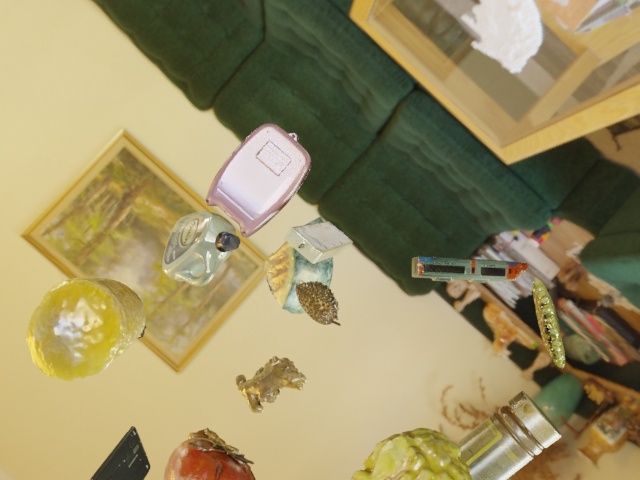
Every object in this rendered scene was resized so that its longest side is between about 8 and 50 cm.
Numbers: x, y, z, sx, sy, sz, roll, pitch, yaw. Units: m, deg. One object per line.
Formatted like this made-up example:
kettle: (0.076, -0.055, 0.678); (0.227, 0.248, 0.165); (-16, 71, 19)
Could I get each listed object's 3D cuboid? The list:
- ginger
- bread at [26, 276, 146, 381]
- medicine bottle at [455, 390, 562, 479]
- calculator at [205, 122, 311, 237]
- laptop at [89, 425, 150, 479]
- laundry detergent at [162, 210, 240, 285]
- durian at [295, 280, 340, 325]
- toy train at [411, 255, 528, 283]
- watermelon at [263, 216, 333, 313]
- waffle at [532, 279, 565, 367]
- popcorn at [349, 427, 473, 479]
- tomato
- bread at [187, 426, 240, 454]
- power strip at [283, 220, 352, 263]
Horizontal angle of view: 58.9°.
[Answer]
ginger: (-0.178, 0.486, 1.919); (0.080, 0.333, 0.166); (34, -140, -40)
bread: (-0.452, 0.166, 1.103); (0.197, 0.197, 0.170); (41, -171, 9)
medicine bottle: (0.490, 0.579, 1.579); (0.151, 0.322, 0.151); (47, -172, -8)
calculator: (-0.158, -0.160, 1.456); (0.194, 0.294, 0.043); (41, -171, 4)
laptop: (-0.492, 0.585, 1.398); (0.207, 0.026, 0.154); (-58, -42, -63)
laundry detergent: (-0.321, 0.024, 1.577); (0.280, 0.214, 0.105); (3, 159, 47)
durian: (0.007, 0.184, 1.713); (0.188, 0.091, 0.148); (50, -170, -8)
toy train: (0.527, 0.105, 1.998); (0.409, 0.089, 0.086); (4, 174, -7)
watermelon: (-0.100, 0.093, 2.096); (0.228, 0.387, 0.258); (-16, -150, -41)
waffle: (0.661, 0.237, 1.647); (0.208, 0.054, 0.214); (-72, -36, -56)
popcorn: (0.189, 0.494, 1.117); (0.212, 0.259, 0.259); (39, 176, -15)
tomato: (-0.337, 0.736, 1.628); (0.309, 0.309, 0.170); (41, 175, 5)
bread: (-0.373, 0.821, 2.091); (0.109, 0.185, 0.380); (12, 175, -38)
power strip: (0.000, 0.000, 1.544); (0.106, 0.043, 0.367); (40, -166, 10)
